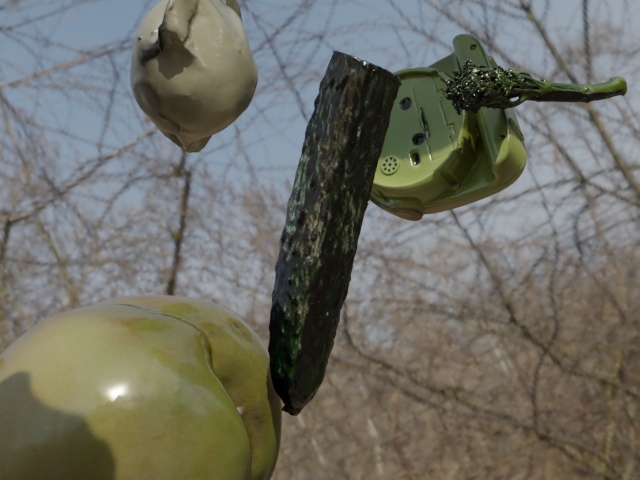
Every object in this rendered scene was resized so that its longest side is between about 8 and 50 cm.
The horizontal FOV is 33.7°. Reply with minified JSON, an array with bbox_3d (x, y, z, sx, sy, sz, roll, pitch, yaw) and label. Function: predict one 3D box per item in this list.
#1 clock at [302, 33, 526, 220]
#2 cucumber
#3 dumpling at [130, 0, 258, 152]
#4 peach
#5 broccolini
[{"bbox_3d":[0.095,-0.105,1.133,0.232,0.170,0.069,-23,-27,20],"label":"clock"},{"bbox_3d":[0.000,0.000,0.838,0.067,0.293,0.067,14,6,-1],"label":"cucumber"},{"bbox_3d":[-0.114,-0.177,1.040,0.092,0.176,0.150,5,40,45],"label":"dumpling"},{"bbox_3d":[-0.175,0.169,0.882,0.292,0.247,0.292,-19,20,7],"label":"peach"},{"bbox_3d":[0.227,-0.155,1.064,0.239,0.054,0.051,-6,-10,-32],"label":"broccolini"}]
